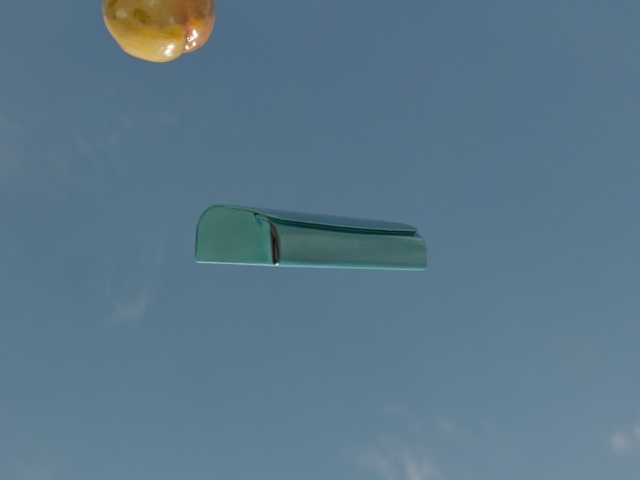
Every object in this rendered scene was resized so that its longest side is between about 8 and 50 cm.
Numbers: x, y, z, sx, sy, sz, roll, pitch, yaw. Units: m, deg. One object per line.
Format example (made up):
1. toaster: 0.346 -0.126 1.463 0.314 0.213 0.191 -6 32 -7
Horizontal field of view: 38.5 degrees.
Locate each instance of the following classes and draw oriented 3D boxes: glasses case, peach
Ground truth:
1. glasses case: 0.001 -0.001 1.046 0.117 0.301 0.070 2 -93 35
2. peach: -0.200 -0.290 1.154 0.138 0.138 0.138 1 -106 -4
